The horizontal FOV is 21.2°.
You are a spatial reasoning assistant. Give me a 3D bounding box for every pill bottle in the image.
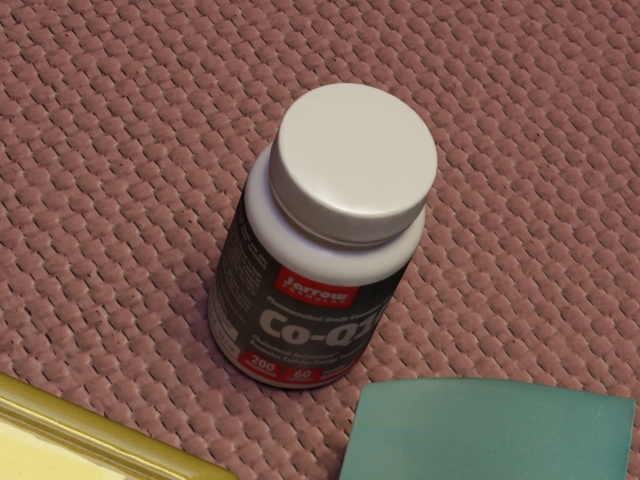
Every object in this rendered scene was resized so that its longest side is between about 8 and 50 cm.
[{"bbox_3d":[0.000,0.000,1.515,0.161,0.283,0.161,7,56,-11],"label":"pill bottle"}]

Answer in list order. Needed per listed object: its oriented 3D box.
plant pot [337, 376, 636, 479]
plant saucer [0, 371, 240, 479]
[{"bbox_3d":[0.134,0.217,1.491,0.234,0.165,0.165,14,55,4],"label":"plant pot"},{"bbox_3d":[-0.249,0.259,1.364,0.333,0.081,0.332,24,59,-8],"label":"plant saucer"}]
